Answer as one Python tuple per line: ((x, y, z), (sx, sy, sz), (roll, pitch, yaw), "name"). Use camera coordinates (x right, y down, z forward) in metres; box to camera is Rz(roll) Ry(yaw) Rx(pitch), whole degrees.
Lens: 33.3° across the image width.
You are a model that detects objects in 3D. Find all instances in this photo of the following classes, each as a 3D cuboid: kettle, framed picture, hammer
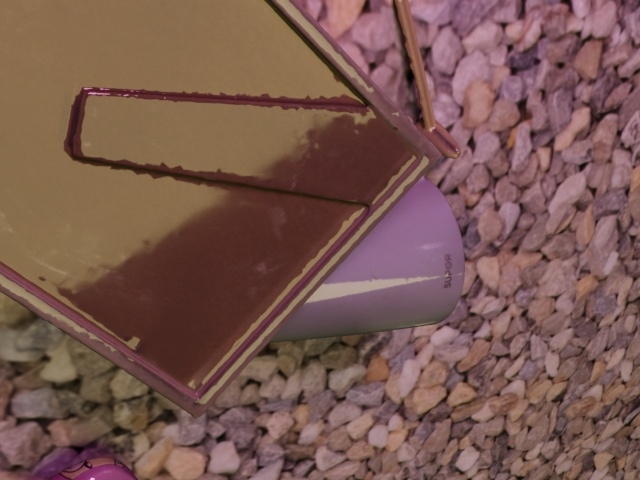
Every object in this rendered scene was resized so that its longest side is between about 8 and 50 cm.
((0.000, 0.000, 1.044), (0.243, 0.160, 0.210), (-8, 112, -29), "kettle")
((-0.138, -0.079, 0.827), (0.326, 0.028, 0.446), (-47, 126, 2), "framed picture")
((0.101, -0.159, 1.052), (0.028, 0.060, 0.195), (-35, 137, -12), "hammer")

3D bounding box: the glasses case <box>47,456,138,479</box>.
((-0.321, 0.342, 1.106), (0.316, 0.076, 0.123), (-38, 142, -9), "glasses case")
